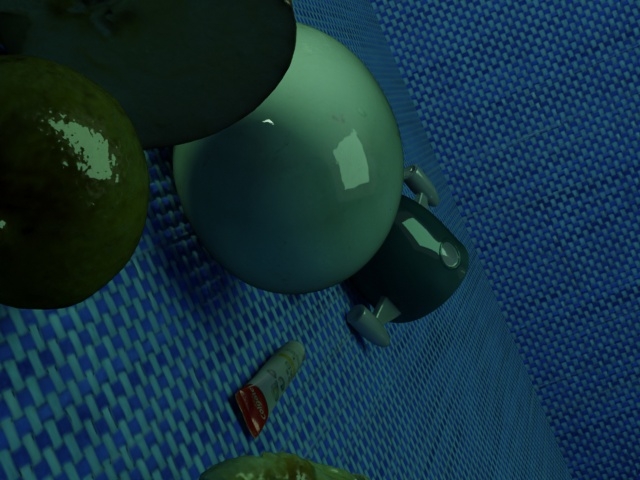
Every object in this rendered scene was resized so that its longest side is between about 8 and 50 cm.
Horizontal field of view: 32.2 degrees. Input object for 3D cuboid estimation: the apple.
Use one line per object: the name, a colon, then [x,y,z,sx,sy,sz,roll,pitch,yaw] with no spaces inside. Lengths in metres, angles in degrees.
apple: [-0.155,-0.229,0.848,0.293,0.251,0.163,54,29,-42]

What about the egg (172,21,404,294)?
egg: [-0.035,-0.098,1.129,0.230,0.230,0.371,57,14,-35]

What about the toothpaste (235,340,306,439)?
toothpaste: [-0.049,0.142,1.125,0.190,0.031,0.048,-47,117,-71]

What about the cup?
cup: [0.100,0.007,1.601,0.173,0.167,0.300,47,48,-30]

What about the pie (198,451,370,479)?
pie: [-0.010,0.286,0.744,0.306,0.071,0.306,22,49,-28]

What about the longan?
longan: [-0.182,-0.032,0.681,0.154,0.145,0.176,37,23,-6]
